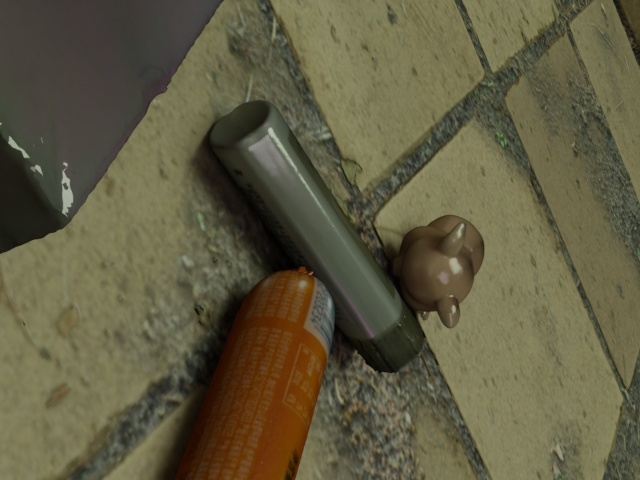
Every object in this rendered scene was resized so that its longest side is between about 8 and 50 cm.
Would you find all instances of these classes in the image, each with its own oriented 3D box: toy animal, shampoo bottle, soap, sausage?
[{"bbox_3d":[0.116,0.017,0.925,0.083,0.089,0.150,60,23,-11],"label":"toy animal"},{"bbox_3d":[0.000,0.000,0.755,0.227,0.056,0.086,56,-2,-24],"label":"shampoo bottle"},{"bbox_3d":[-0.188,-0.182,0.525,0.285,0.107,0.296,55,35,-29],"label":"soap"},{"bbox_3d":[-0.036,0.100,0.642,0.071,0.071,0.234,52,36,-29],"label":"sausage"}]
